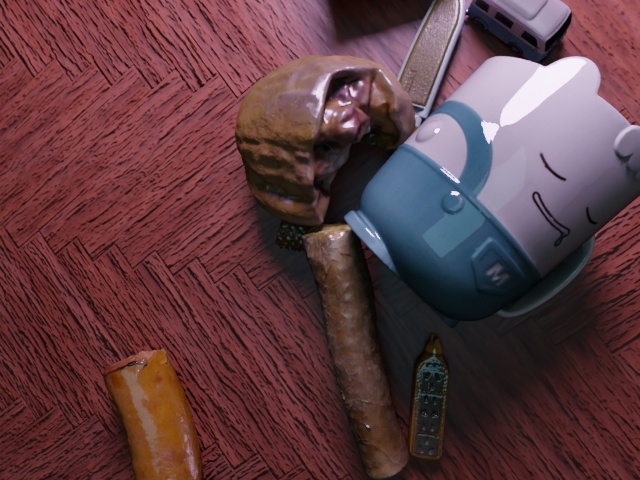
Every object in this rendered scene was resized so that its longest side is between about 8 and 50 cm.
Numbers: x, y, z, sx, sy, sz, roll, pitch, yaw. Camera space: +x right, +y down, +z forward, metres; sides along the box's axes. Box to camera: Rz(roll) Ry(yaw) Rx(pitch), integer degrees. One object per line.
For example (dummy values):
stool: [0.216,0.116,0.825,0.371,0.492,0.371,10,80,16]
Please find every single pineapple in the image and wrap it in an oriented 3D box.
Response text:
pineapple: [0.000,0.000,0.626,0.124,0.058,0.058,18,95,-3]

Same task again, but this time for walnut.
walnut: [-0.017,-0.150,0.554,0.238,0.141,0.204,-44,65,2]

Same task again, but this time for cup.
cup: [0.205,-0.029,0.513,0.257,0.219,0.289,-44,117,8]

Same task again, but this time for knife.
knife: [0.122,-0.191,0.600,0.061,0.027,0.343,24,99,23]

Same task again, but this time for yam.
yam: [0.052,0.150,0.583,0.081,0.081,0.357,-13,99,10]

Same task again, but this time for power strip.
power strip: [0.152,0.220,0.613,0.049,0.028,0.178,5,92,11]

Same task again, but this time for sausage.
sausage: [-0.236,0.299,0.650,0.108,0.109,0.271,-14,89,10]

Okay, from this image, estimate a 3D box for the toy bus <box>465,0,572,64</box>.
toy bus: [0.252,-0.286,0.552,0.123,0.075,0.060,40,98,7]
